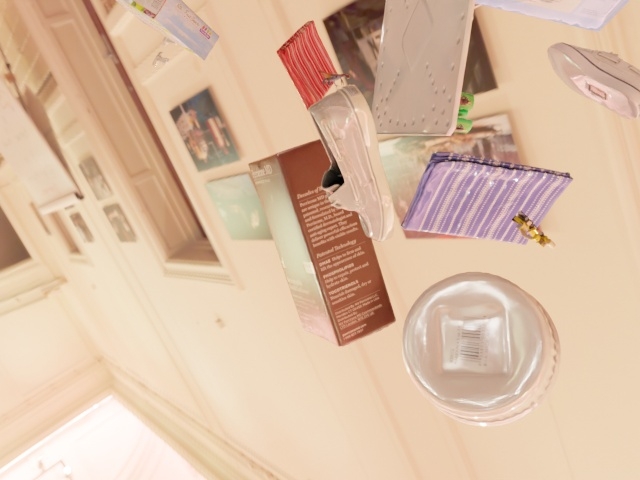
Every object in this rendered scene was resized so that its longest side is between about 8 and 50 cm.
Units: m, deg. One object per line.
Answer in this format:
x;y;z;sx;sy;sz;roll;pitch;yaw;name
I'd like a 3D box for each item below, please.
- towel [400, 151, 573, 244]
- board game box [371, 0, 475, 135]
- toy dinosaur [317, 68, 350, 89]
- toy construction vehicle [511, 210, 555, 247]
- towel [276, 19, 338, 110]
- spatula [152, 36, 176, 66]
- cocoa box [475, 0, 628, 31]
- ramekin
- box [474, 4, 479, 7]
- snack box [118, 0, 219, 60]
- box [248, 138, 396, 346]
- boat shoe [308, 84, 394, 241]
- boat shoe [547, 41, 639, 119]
0.378;-0.086;1.263;0.336;0.243;0.040;7;-133;-8;towel
0.209;-0.402;1.065;0.050;0.389;0.390;4;-170;-17;board game box
0.045;-0.464;1.532;0.047;0.090;0.082;13;-130;47;toy dinosaur
0.444;-0.018;1.143;0.035;0.086;0.098;-46;-140;15;toy construction vehicle
-0.027;-0.512;1.579;0.031;0.198;0.274;-13;-148;30;towel
-0.416;-0.556;1.493;0.168;0.019;0.242;-59;-150;5;spatula
0.504;-0.633;1.145;0.347;0.227;0.231;6;157;-13;cocoa box
0.279;0.188;0.966;0.277;0.277;0.135;-19;158;17;ramekin
0.428;-0.717;1.627;0.324;0.063;0.067;-20;-169;19;box
-0.335;-0.474;1.105;0.070;0.207;0.174;-57;159;4;snack box
0.000;0.000;1.071;0.143;0.381;0.191;-20;-171;-22;box
0.037;-0.086;0.704;0.081;0.227;0.079;-22;-145;-5;boat shoe
0.586;-0.345;1.122;0.084;0.095;0.258;-35;-123;0;boat shoe
